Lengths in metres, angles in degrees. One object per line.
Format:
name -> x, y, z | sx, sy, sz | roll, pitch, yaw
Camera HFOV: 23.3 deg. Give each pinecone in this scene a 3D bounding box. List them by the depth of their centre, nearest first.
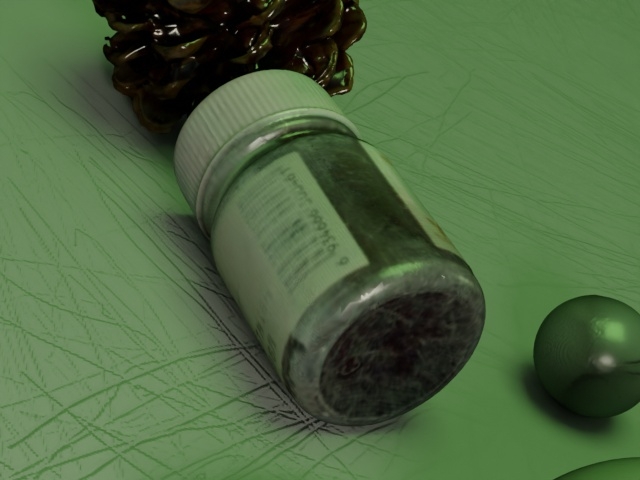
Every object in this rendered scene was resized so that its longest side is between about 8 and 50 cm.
pinecone -> -0.095, -0.212, 1.389 | 0.257, 0.243, 0.243 | 41, 21, -28

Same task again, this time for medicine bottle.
medicine bottle -> 0.000, 0.000, 1.216 | 0.165, 0.165, 0.273 | 5, 36, -34

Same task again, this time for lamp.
lamp -> 0.232, 0.098, 1.310 | 0.105, 0.105, 0.105 | 20, 30, -12

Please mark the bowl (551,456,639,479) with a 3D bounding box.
bowl -> 0.254, 0.256, 0.944 | 0.354, 0.185, 0.354 | 28, 24, -14
